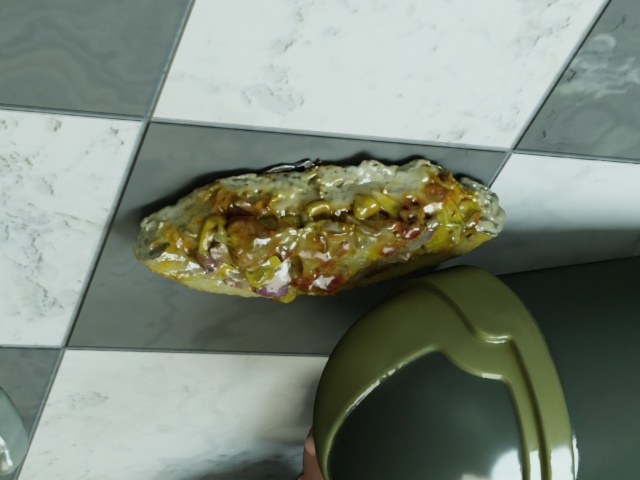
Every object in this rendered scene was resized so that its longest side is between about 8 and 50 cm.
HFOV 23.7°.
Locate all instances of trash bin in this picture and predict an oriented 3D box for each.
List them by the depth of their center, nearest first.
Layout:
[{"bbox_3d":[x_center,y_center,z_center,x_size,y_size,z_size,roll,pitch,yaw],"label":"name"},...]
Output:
[{"bbox_3d":[0.154,0.116,1.061,0.334,0.214,0.214,-7,145,-25],"label":"trash bin"}]

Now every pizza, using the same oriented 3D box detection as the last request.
[{"bbox_3d":[0.001,0.002,1.010,0.246,0.058,0.127,0,142,-21],"label":"pizza"}]

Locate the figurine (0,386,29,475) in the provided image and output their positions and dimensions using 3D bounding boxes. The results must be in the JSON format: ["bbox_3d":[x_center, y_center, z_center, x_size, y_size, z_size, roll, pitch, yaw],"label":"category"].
[{"bbox_3d":[-0.349,0.069,0.895,0.342,0.167,0.285,9,142,-22],"label":"figurine"}]

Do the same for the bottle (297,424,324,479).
[{"bbox_3d":[0.098,0.178,1.215,0.236,0.147,0.147,4,142,-14],"label":"bottle"}]
